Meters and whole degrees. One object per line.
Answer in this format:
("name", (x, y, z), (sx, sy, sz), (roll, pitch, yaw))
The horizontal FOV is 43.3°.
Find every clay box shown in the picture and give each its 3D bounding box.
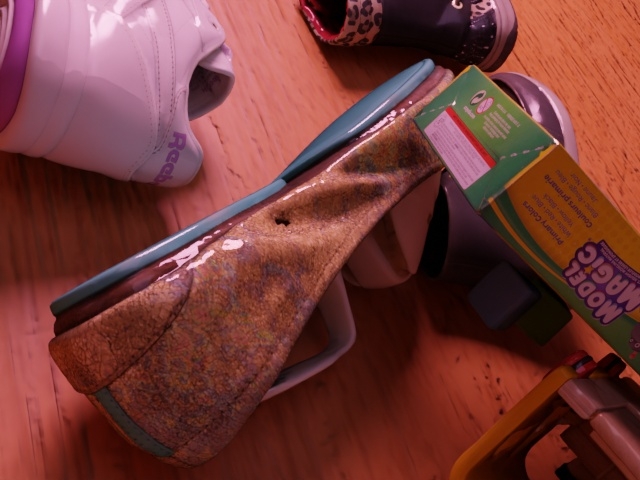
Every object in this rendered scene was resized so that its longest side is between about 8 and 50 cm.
("clay box", (0.152, 0.009, 0.453), (0.222, 0.053, 0.127), (42, 15, -25))

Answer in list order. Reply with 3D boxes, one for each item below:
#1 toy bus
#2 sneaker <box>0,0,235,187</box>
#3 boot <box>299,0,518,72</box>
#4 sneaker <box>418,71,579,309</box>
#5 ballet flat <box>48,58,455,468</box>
("toy bus", (0.145, 0.128, 0.427), (0.202, 0.104, 0.191), (39, 15, -17))
("sneaker", (-0.136, -0.155, 0.540), (0.152, 0.114, 0.305), (21, 47, -32))
("boot", (0.062, -0.254, 0.741), (0.179, 0.085, 0.236), (-1, 53, -28))
("sneaker", (0.122, -0.056, 0.598), (0.118, 0.083, 0.222), (12, 48, -20))
("ballet flat", (0.000, 0.000, 0.470), (0.123, 0.123, 0.348), (40, 43, 8))
